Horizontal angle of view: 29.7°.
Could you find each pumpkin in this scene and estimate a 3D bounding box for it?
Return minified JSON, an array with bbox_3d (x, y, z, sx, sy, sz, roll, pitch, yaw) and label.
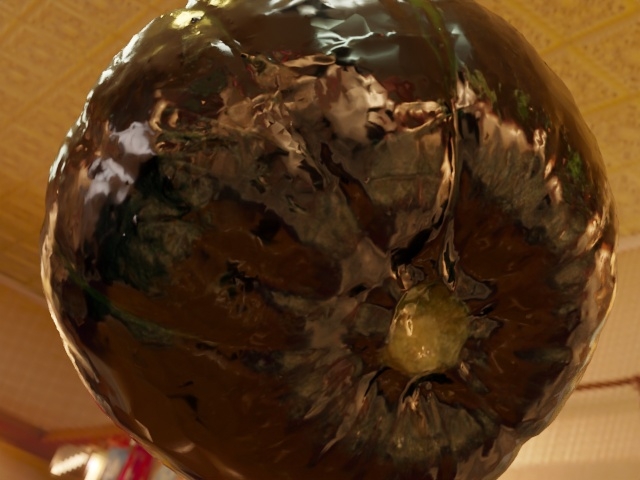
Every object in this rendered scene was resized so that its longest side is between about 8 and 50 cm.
[{"bbox_3d":[0.000,0.000,0.654,0.315,0.315,0.238,40,9,-36],"label":"pumpkin"}]
